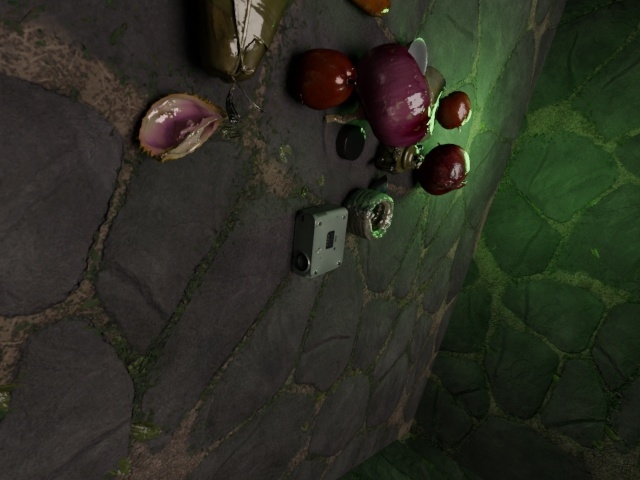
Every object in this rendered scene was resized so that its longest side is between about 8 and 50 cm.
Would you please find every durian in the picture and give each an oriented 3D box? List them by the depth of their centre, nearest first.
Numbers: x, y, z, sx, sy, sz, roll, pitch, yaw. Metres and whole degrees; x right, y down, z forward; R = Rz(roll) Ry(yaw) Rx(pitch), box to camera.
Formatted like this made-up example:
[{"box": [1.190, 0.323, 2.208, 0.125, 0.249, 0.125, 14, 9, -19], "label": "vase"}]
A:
[{"box": [-0.326, -0.265, 0.969, 0.165, 0.132, 0.182, 24, 99, -44], "label": "durian"}]

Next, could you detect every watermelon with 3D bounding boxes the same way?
[{"box": [0.256, -0.211, 1.832, 0.094, 0.081, 0.180, -44, 157, -55], "label": "watermelon"}]

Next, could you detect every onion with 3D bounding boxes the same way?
[{"box": [0.238, -0.502, 1.469, 0.358, 0.345, 0.358, 16, 70, -52], "label": "onion"}, {"box": [0.631, -0.354, 2.095, 0.276, 0.276, 0.276, -29, 129, -42], "label": "onion"}]

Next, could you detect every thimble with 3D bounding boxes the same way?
[{"box": [0.199, -0.113, 1.730, 0.219, 0.150, 0.219, -30, 131, -42], "label": "thimble"}]

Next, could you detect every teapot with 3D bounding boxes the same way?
[{"box": [0.348, -0.360, 1.770, 0.269, 0.182, 0.173, -36, 135, -36], "label": "teapot"}]

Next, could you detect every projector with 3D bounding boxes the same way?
[{"box": [0.000, 0.000, 1.561, 0.198, 0.108, 0.250, -17, 121, -47], "label": "projector"}]

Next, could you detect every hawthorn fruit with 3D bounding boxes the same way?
[{"box": [0.023, -0.487, 1.254, 0.185, 0.202, 0.185, -36, 134, -49], "label": "hawthorn fruit"}, {"box": [0.663, -0.628, 2.036, 0.179, 0.179, 0.200, -29, 96, -42], "label": "hawthorn fruit"}]

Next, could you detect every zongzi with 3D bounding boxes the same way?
[{"box": [-0.255, -0.531, 0.899, 0.418, 0.181, 0.447, 23, 88, -42], "label": "zongzi"}]

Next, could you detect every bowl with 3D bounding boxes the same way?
[{"box": [0.355, -0.724, 1.671, 0.189, 0.086, 0.189, -31, 132, -43], "label": "bowl"}]

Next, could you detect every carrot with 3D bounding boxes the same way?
[{"box": [0.164, -0.805, 1.377, 0.193, 0.087, 0.087, -15, 119, -48], "label": "carrot"}]

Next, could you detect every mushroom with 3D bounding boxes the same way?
[{"box": [0.486, -0.612, 1.868, 0.247, 0.130, 0.344, 10, 100, -50], "label": "mushroom"}]

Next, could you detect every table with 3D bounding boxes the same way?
[{"box": [0.117, -0.375, 1.574, 0.133, 0.043, 0.133, -30, 130, -42], "label": "table"}]
